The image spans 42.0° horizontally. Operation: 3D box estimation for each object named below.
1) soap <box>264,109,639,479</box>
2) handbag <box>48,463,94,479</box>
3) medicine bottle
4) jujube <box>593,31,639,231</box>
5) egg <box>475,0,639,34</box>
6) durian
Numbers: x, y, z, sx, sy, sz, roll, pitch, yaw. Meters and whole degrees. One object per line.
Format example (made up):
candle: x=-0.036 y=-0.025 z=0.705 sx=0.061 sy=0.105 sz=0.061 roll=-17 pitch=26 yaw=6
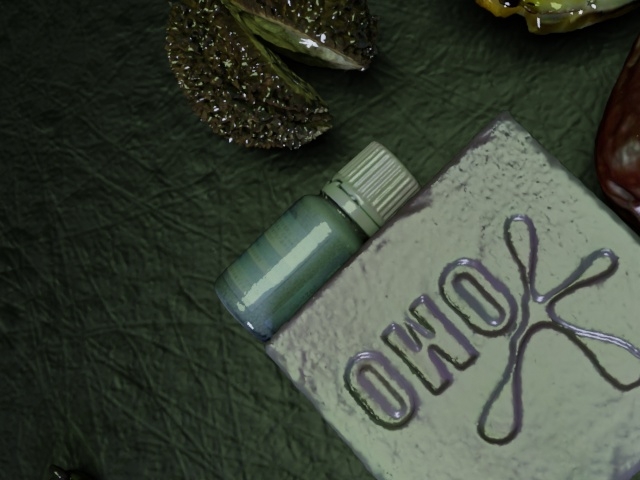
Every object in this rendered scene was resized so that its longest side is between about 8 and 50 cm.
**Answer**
soap: x=0.152 y=0.094 z=0.706 sx=0.296 sy=0.107 sz=0.285 roll=-46 pitch=77 yaw=6
handbag: x=-0.249 y=0.274 z=0.796 sx=0.072 sy=0.047 sz=0.111 roll=20 pitch=84 yaw=15
medicine bottle: x=0.000 y=0.000 z=0.763 sx=0.203 sy=0.083 sz=0.083 roll=-42 pitch=76 yaw=4
jujube: x=0.324 y=-0.113 z=0.639 sx=0.183 sy=0.183 sz=0.243 roll=37 pitch=82 yaw=14
egg: x=0.214 y=-0.336 z=0.730 sx=0.264 sy=0.174 sz=0.286 roll=-17 pitch=103 yaw=10
durian: x=-0.049 y=-0.182 z=0.753 sx=0.196 sy=0.167 sz=0.196 roll=0 pitch=90 yaw=-22
